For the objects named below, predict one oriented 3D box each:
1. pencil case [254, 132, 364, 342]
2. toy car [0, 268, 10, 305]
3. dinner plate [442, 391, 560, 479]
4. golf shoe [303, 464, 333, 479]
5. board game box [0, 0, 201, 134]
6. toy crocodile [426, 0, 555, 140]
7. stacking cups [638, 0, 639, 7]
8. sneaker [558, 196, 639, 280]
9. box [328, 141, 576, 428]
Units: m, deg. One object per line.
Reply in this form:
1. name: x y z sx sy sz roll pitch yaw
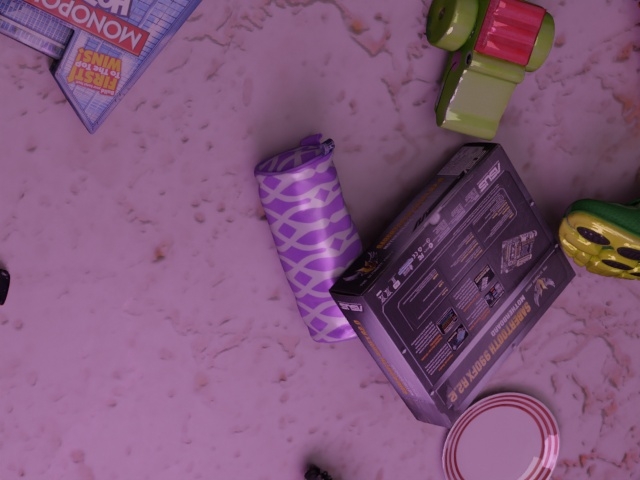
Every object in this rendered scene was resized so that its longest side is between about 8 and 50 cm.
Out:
1. pencil case: 0.000 0.000 1.276 0.086 0.088 0.206 -7 111 26
2. toy car: -0.324 0.001 1.213 0.041 0.060 0.122 -1 88 28
3. dinner plate: 0.199 0.233 1.429 0.141 0.017 0.141 -5 106 -16
4. golf shoe: 0.011 0.335 1.369 0.094 0.077 0.198 -26 109 -8
5. board game box: -0.214 -0.207 1.167 0.194 0.060 0.194 24 96 -21
6. toy crocodile: 0.196 -0.262 1.248 0.115 0.105 0.340 18 99 -20
7. stacking cups: 0.362 -0.279 1.310 0.096 0.096 0.316 -17 113 -11
8. sneaker: 0.371 -0.022 1.367 0.296 0.109 0.123 3 76 -28
9. box: 0.138 0.042 1.291 0.231 0.056 0.183 -47 119 -23
